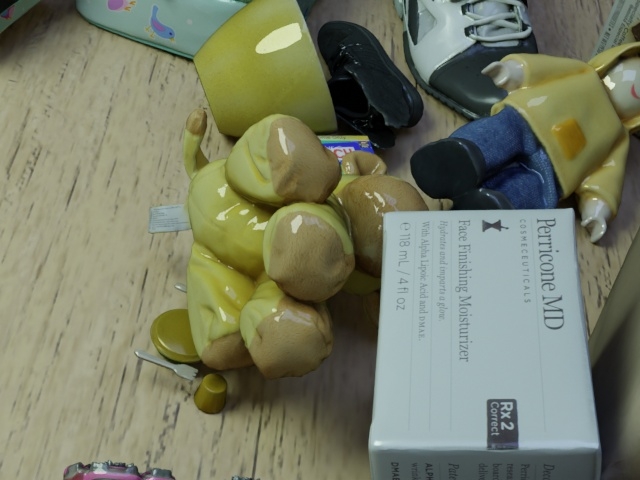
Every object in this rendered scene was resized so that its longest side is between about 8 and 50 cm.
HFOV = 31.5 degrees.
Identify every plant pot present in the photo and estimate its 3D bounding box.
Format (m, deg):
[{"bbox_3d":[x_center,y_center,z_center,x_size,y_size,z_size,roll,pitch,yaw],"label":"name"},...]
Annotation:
[{"bbox_3d":[-0.053,-0.139,0.966,0.095,0.134,0.134,-20,50,-4],"label":"plant pot"}]

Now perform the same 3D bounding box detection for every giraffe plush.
[{"bbox_3d":[0.000,0.000,0.793,0.171,0.181,0.210,2,14,-33],"label":"giraffe plush"}]

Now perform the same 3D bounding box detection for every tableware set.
[{"bbox_3d":[-0.061,0.060,0.822,0.104,0.024,0.154,23,42,4],"label":"tableware set"}]

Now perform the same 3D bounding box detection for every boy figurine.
[{"bbox_3d":[0.213,-0.087,0.983,0.285,0.092,0.177,-29,92,-31],"label":"boy figurine"}]

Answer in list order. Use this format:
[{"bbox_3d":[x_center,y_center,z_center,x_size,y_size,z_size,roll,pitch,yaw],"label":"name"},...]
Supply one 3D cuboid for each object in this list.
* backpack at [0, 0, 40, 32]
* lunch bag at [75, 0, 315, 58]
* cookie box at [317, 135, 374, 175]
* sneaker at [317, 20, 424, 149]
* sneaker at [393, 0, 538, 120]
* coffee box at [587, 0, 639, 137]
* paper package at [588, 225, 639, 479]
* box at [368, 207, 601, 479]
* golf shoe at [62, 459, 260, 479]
[{"bbox_3d":[-0.329,-0.266,0.988,0.188,0.144,0.166,30,54,8],"label":"backpack"},{"bbox_3d":[-0.106,-0.290,1.106,0.224,0.108,0.279,22,43,7],"label":"lunch bag"},{"bbox_3d":[0.006,-0.038,0.927,0.092,0.040,0.107,-2,45,-16],"label":"cookie box"},{"bbox_3d":[0.032,-0.145,1.025,0.089,0.051,0.170,-7,48,-47],"label":"sneaker"},{"bbox_3d":[0.144,-0.250,1.113,0.122,0.146,0.330,-3,48,-21],"label":"sneaker"},{"bbox_3d":[0.408,-0.137,1.054,0.119,0.168,0.297,-26,56,-35],"label":"coffee box"},{"bbox_3d":[0.301,-0.001,0.705,0.168,0.324,0.309,23,12,8],"label":"paper package"},{"bbox_3d":[0.098,0.104,0.686,0.119,0.182,0.181,-1,44,7],"label":"box"},{"bbox_3d":[-0.063,0.181,0.674,0.186,0.067,0.086,7,71,-11],"label":"golf shoe"}]
